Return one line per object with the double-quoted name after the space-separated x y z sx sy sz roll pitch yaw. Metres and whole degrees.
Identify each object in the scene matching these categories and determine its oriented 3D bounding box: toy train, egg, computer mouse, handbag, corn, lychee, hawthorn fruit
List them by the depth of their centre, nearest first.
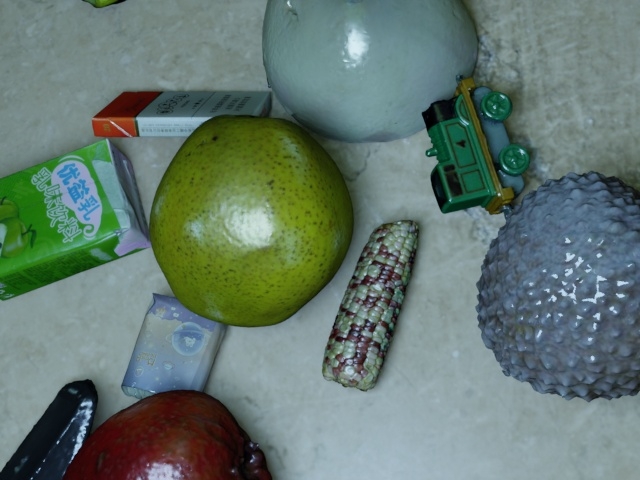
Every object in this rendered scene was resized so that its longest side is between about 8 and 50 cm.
0.323 0.057 1.125 0.300 0.300 0.300 -3 73 10 "lychee"
-0.213 0.336 1.170 0.307 0.265 0.265 -26 69 19 "hawthorn fruit"
-0.378 0.329 1.258 0.087 0.168 0.295 38 73 -21 "computer mouse"
0.072 0.084 1.278 0.086 0.086 0.253 16 76 15 "corn"
0.211 -0.126 1.297 0.136 0.091 0.227 -17 79 -6 "toy train"
-0.209 0.168 1.301 0.117 0.095 0.173 12 73 15 "handbag"
0.058 -0.312 1.345 0.337 0.201 0.337 -3 77 11 "egg"

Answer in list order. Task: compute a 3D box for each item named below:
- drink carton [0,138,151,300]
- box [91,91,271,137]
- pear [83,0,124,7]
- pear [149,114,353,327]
-0.406 -0.025 1.388 0.271 0.108 0.161 -20 70 4 "drink carton"
-0.207 -0.193 1.397 0.245 0.139 0.035 0 116 10 "box"
-0.356 -0.535 1.464 0.164 0.255 0.238 37 78 20 "pear"
-0.094 -0.034 1.246 0.294 0.294 0.294 -3 73 10 "pear"
